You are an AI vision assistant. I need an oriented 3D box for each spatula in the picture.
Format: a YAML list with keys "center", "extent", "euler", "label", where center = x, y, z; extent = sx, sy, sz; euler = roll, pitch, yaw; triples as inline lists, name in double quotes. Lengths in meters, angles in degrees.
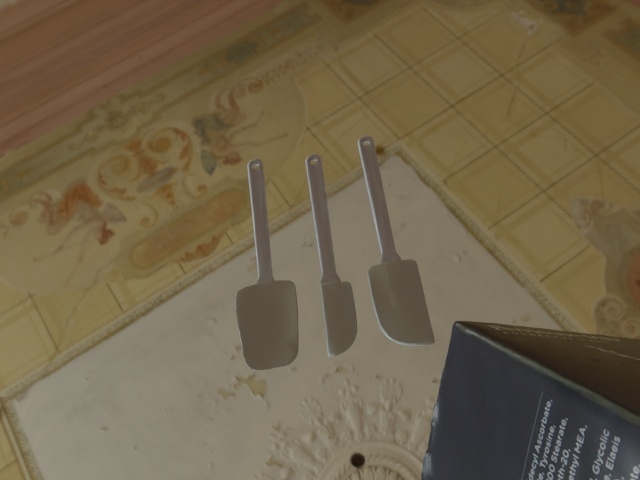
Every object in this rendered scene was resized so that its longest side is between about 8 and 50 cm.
- center: [0.000, 0.000, 0.597]
  extent: [0.168, 0.019, 0.242]
  euler: [-11, -122, 3]
  label: "spatula"

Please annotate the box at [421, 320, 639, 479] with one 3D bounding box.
- center: [0.396, 0.277, 0.504]
  extent: [0.480, 0.472, 0.297]
  euler: [8, -87, -17]
  label: "box"
